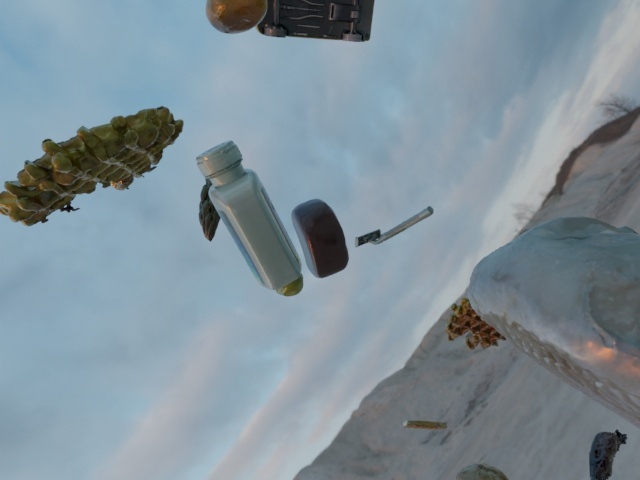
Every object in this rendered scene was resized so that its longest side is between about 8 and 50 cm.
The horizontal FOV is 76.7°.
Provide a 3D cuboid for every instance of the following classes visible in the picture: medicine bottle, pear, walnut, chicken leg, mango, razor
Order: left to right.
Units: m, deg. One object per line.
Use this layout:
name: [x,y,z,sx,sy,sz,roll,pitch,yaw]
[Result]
mango: [-0.140,-0.387,0.675,0.079,0.114,0.057,27,-120,-58]
medicine bottle: [-0.112,-0.040,0.637,0.083,0.121,0.229,-30,-67,-8]
pear: [-0.098,0.137,1.287,0.097,0.092,0.092,-34,-24,14]
razor: [0.167,-0.026,0.887,0.084,0.036,0.211,-21,-2,-36]
walnut: [0.368,0.589,0.902,0.166,0.149,0.167,12,-109,-41]
chicken leg: [0.777,0.570,1.091,0.253,0.051,0.106,-16,-84,-40]

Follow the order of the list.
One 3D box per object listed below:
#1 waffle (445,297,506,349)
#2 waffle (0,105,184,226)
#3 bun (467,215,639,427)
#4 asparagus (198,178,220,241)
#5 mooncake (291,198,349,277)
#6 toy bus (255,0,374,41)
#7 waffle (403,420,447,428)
waffle: [0.415,0.188,0.972,0.232,0.228,0.051,74,-169,-46]
waffle: [-0.350,-0.125,0.665,0.259,0.069,0.293,-29,12,31]
bun: [0.355,0.094,0.477,0.194,0.354,0.354,-57,-28,-1]
asparagus: [-0.354,-0.137,1.310,0.080,0.080,0.288,18,-109,-61]
mooncake: [0.000,0.000,1.738,0.174,0.326,0.334,-23,-23,-10]
toy bus: [-0.025,-0.627,1.098,0.330,0.152,0.144,-6,-59,-20]
waffle: [0.345,0.610,1.334,0.092,0.134,0.021,86,-174,-61]
